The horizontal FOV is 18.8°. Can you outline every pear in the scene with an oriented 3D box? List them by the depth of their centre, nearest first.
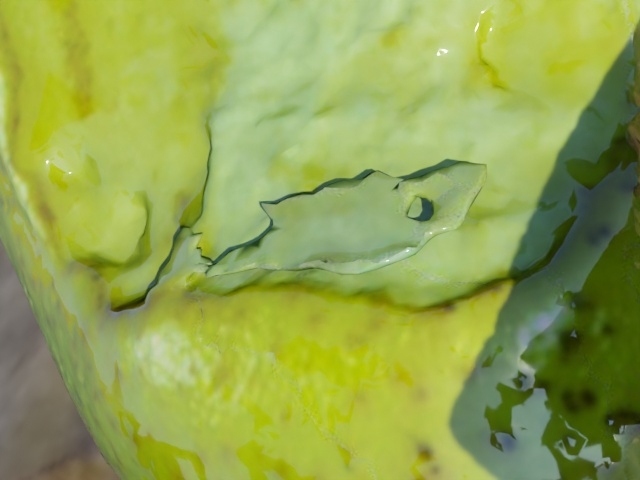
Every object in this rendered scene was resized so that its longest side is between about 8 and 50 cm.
[{"bbox_3d":[0.000,0.000,0.527,0.238,0.164,0.255,-13,69,28],"label":"pear"}]
